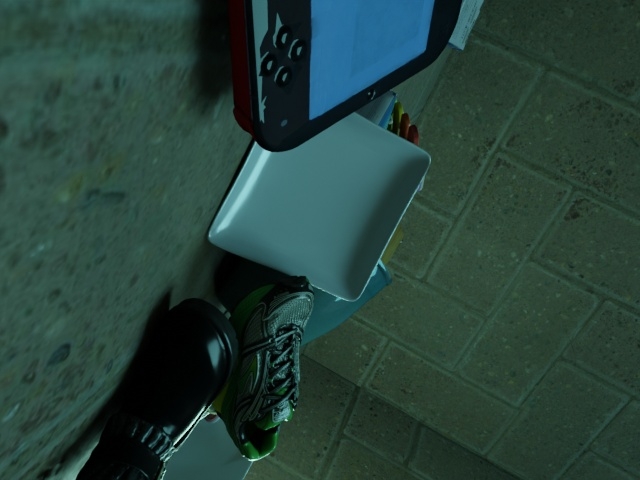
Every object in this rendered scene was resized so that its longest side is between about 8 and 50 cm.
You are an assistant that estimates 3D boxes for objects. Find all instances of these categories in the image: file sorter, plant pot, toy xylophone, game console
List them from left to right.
[{"bbox_3d":[-0.314,0.638,1.495,0.277,0.193,0.173,-59,175,-22],"label":"file sorter"},{"bbox_3d":[-0.050,0.075,1.045,0.255,0.271,0.271,-45,170,-7],"label":"plant pot"},{"bbox_3d":[0.057,-0.297,0.580,0.386,0.060,0.342,-38,153,-32],"label":"game console"},{"bbox_3d":[0.167,-0.274,1.293,0.236,0.081,0.322,89,-11,-64],"label":"toy xylophone"}]

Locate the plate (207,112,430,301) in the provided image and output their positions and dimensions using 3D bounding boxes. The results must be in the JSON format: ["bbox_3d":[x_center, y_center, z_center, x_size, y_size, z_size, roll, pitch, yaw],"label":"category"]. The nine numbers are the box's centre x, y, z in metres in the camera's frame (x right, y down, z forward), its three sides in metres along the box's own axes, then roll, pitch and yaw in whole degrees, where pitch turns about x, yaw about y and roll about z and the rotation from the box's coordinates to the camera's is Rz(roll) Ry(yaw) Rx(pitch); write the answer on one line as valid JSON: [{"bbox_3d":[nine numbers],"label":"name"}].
[{"bbox_3d":[0.001,-0.072,0.865,0.277,0.278,0.045,-63,-159,6],"label":"plate"}]

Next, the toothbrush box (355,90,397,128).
[{"bbox_3d":[0.041,-0.176,1.151,0.216,0.126,0.295,-61,172,-15],"label":"toothbrush box"}]

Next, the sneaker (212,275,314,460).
[{"bbox_3d":[-0.071,0.204,0.873,0.134,0.146,0.343,-4,124,-33],"label":"sneaker"}]

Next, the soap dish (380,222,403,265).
[{"bbox_3d":[0.081,0.049,1.392,0.229,0.118,0.291,-38,-173,37],"label":"soap dish"}]

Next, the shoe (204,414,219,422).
[{"bbox_3d":[-0.267,0.395,1.424,0.081,0.063,0.178,44,69,-81],"label":"shoe"}]

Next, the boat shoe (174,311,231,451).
[{"bbox_3d":[-0.236,0.311,1.174,0.324,0.097,0.116,-60,173,-12],"label":"boat shoe"}]

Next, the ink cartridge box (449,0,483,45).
[{"bbox_3d":[0.287,-0.569,1.184,0.395,0.151,0.270,-36,149,-64],"label":"ink cartridge box"}]

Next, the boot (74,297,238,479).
[{"bbox_3d":[-0.254,0.270,0.775,0.348,0.131,0.260,-65,172,27],"label":"boot"}]
